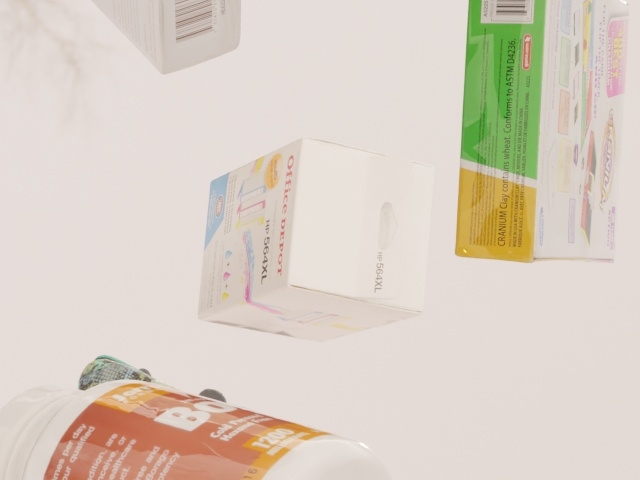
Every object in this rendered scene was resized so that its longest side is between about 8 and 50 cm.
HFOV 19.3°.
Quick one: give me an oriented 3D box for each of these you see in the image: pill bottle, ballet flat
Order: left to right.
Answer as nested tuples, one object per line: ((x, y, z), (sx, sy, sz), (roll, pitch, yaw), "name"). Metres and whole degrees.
((-0.074, 0.138, 0.959), (0.216, 0.121, 0.121), (11, -159, 40), "pill bottle")
((-0.111, 0.156, 1.525), (0.188, 0.070, 0.070), (20, -147, -4), "ballet flat")

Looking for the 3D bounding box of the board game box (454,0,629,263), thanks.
((0.192, -0.101, 1.575), (0.064, 0.242, 0.316), (3, 180, 20), "board game box")

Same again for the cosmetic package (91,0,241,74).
((-0.164, -0.260, 1.666), (0.085, 0.117, 0.231), (-22, -131, -24), "cosmetic package")

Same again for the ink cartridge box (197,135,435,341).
((0.000, 0.000, 1.107), (0.090, 0.143, 0.092), (12, -106, -26), "ink cartridge box")

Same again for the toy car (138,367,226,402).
((-0.124, 0.208, 1.771), (0.155, 0.188, 0.149), (11, -150, 28), "toy car")
